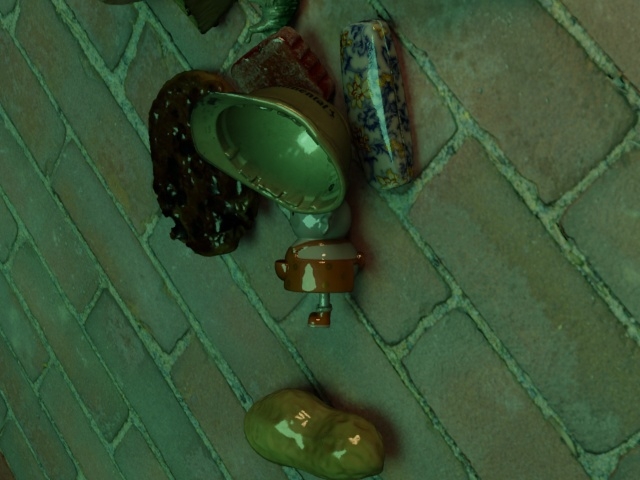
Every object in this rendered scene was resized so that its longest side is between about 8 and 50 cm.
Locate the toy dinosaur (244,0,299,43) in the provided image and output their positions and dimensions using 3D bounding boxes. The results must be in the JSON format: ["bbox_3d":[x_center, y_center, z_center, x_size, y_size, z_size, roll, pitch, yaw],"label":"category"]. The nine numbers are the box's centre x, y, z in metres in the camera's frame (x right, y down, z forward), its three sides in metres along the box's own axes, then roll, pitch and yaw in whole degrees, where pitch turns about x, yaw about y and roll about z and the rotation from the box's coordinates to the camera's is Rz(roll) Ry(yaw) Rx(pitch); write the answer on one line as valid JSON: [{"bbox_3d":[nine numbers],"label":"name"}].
[{"bbox_3d":[-0.082,-0.434,1.412,0.129,0.076,0.383,15,126,10],"label":"toy dinosaur"}]

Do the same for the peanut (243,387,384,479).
[{"bbox_3d":[-0.021,0.336,1.604,0.318,0.147,0.148,6,109,47],"label":"peanut"}]

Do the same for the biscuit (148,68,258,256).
[{"bbox_3d":[-0.203,-0.138,1.656,0.289,0.081,0.334,16,111,42],"label":"biscuit"}]

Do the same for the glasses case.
[{"bbox_3d":[0.082,-0.198,1.351,0.087,0.065,0.248,2,107,45],"label":"glasses case"}]

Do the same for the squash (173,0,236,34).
[{"bbox_3d":[-0.259,-0.494,1.487,0.111,0.203,0.289,-41,86,0],"label":"squash"}]

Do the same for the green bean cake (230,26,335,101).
[{"bbox_3d":[-0.058,-0.255,1.451,0.135,0.056,0.135,-25,113,41],"label":"green bean cake"}]

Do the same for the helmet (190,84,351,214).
[{"bbox_3d":[-0.050,-0.166,1.381,0.257,0.137,0.204,30,144,3],"label":"helmet"}]

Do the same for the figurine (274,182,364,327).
[{"bbox_3d":[0.009,0.003,1.470,0.143,0.143,0.271,19,93,40],"label":"figurine"}]

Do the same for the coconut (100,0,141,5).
[{"bbox_3d":[-0.346,-0.502,1.619,0.147,0.147,0.153,-11,95,47],"label":"coconut"}]
